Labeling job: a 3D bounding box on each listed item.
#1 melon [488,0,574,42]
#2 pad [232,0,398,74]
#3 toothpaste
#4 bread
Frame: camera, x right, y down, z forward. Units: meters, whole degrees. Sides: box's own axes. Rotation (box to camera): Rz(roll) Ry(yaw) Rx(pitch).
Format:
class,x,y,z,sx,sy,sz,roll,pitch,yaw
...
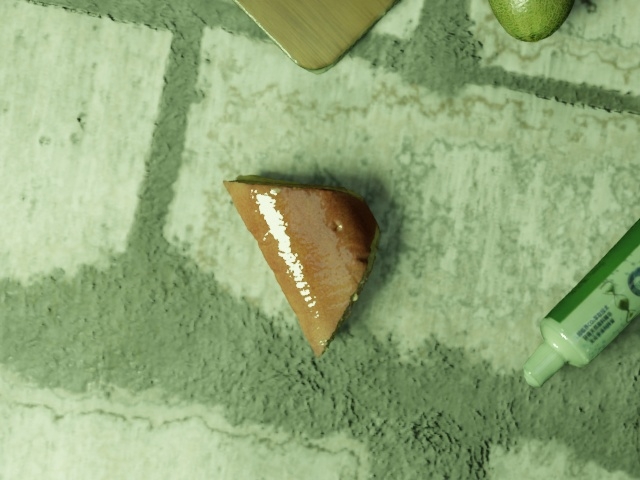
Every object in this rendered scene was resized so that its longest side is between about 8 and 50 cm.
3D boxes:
class,x,y,z,sx,sy,sz,roll,pitch,yaw
melon,0.203,-0.275,0.717,0.099,0.099,0.162,-5,95,-6
pad,-0.007,-0.356,0.731,0.286,0.018,0.284,45,87,-6
toothpaste,0.348,0.006,0.761,0.392,0.061,0.099,-43,95,-6
bread,0.000,0.000,0.717,0.119,0.067,0.192,-30,95,-4
